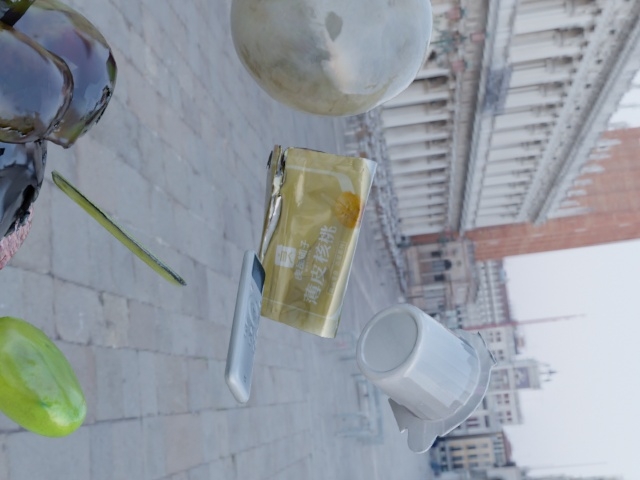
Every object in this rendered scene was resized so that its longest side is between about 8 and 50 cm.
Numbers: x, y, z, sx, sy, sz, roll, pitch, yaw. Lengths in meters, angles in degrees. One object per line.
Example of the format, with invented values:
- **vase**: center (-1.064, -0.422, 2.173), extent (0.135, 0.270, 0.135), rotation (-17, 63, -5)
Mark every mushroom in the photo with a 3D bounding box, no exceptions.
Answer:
- **mushroom**: center (0.018, -0.384, 1.375), extent (0.294, 0.363, 0.362), rotation (109, -24, -76)

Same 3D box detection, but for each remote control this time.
- **remote control**: center (-0.108, 0.121, 1.140), extent (0.260, 0.029, 0.067), rotation (-87, 163, -47)

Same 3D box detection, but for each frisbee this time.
- **frisbee**: center (-0.275, -0.012, 1.034), extent (0.236, 0.017, 0.236), rotation (40, -8, 7)

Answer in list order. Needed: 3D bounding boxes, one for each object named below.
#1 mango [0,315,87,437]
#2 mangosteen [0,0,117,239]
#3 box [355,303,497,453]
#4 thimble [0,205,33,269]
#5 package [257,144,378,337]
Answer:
- **mango**: center (-0.549, 0.263, 1.434), extent (0.273, 0.149, 0.185), rotation (45, -10, 8)
- **mangosteen**: center (-0.420, -0.142, 0.709), extent (0.381, 0.421, 0.381), rotation (46, -4, 5)
- **box**: center (0.188, 0.274, 1.604), extent (0.206, 0.262, 0.291), rotation (39, 67, -35)
- **thimble**: center (-0.906, -0.059, 1.862), extent (0.230, 0.351, 0.350), rotation (-84, 165, -57)
- **package**: center (-0.032, -0.007, 1.346), extent (0.221, 0.165, 0.311), rotation (-154, -103, -74)
